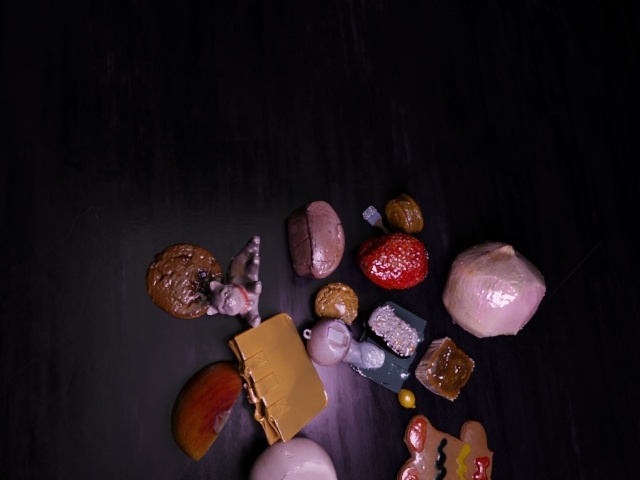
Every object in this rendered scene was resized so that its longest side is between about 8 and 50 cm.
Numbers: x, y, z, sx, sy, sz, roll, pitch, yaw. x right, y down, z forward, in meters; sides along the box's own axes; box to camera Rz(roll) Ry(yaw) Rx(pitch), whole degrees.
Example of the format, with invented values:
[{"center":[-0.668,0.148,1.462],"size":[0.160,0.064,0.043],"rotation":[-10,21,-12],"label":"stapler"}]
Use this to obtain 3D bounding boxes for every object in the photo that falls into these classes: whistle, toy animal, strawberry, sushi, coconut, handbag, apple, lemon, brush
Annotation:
[{"center":[0.083,0.412,1.676],"size":[0.348,0.189,0.189],"rotation":[25,73,-17],"label":"whistle"},{"center":[-0.313,0.137,1.619],"size":[0.188,0.266,0.307],"rotation":[2,97,-9],"label":"toy animal"},{"center":[0.285,0.089,1.783],"size":[0.289,0.250,0.238],"rotation":[-9,84,-40],"label":"strawberry"},{"center":[0.273,0.358,1.702],"size":[0.225,0.126,0.136],"rotation":[45,74,-1],"label":"sushi"},{"center":[0.719,0.176,1.811],"size":[0.405,0.404,0.404],"rotation":[3,78,-15],"label":"coconut"},{"center":[-0.161,0.490,1.589],"size":[0.283,0.133,0.400],"rotation":[-19,83,-55],"label":"handbag"},{"center":[0.285,0.428,1.802],"size":[0.239,0.089,0.326],"rotation":[29,73,-10],"label":"handbag"},{"center":[-0.393,0.580,1.547],"size":[0.254,0.179,0.346],"rotation":[19,69,29],"label":"apple"},{"center":[0.353,0.647,1.787],"size":[0.065,0.065,0.092],"rotation":[-36,88,-19],"label":"lemon"},{"center":[0.266,-0.066,1.932],"size":[0.196,0.021,0.070],"rotation":[46,73,-3],"label":"brush"}]

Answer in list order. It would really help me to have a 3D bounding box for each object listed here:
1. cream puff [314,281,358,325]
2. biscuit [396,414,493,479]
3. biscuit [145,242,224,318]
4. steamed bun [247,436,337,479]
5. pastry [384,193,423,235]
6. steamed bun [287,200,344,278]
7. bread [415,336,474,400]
[{"center":[0.068,0.258,1.755],"size":[0.189,0.129,0.188],"rotation":[2,78,-12],"label":"cream puff"},{"center":[0.513,0.885,1.754],"size":[0.394,0.076,0.368],"rotation":[19,68,-8],"label":"biscuit"},{"center":[-0.504,0.149,1.645],"size":[0.296,0.075,0.295],"rotation":[4,77,-16],"label":"biscuit"},{"center":[-0.104,0.842,1.526],"size":[0.325,0.206,0.324],"rotation":[-5,102,-25],"label":"steamed bun"},{"center":[0.360,-0.103,1.882],"size":[0.103,0.189,0.188],"rotation":[-24,86,-13],"label":"pastry"},{"center":[0.000,0.000,1.740],"size":[0.199,0.252,0.301],"rotation":[-4,83,-27],"label":"steamed bun"},{"center":[0.523,0.535,1.834],"size":[0.192,0.110,0.210],"rotation":[43,71,-5],"label":"bread"}]
